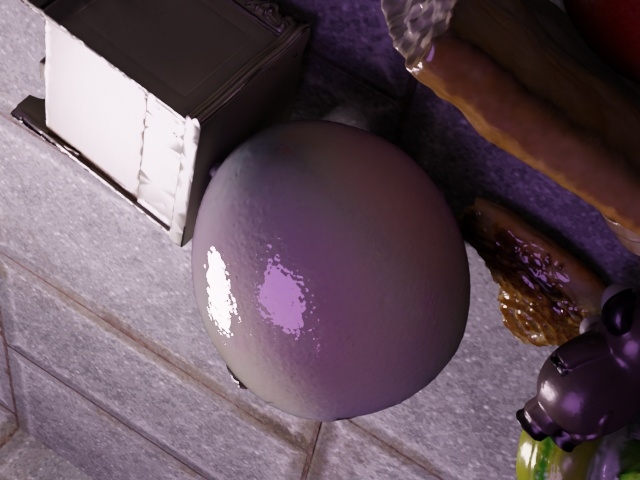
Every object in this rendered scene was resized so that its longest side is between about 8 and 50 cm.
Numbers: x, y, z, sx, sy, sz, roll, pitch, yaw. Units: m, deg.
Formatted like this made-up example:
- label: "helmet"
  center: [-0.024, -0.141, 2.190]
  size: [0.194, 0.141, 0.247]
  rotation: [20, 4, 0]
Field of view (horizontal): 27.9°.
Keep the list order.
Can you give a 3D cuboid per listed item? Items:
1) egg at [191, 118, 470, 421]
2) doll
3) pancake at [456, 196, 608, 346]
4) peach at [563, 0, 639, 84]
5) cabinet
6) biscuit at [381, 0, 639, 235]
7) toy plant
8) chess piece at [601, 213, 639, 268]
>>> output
- label: "egg"
  center: [0.000, 0.000, 1.606]
  size: [0.355, 0.354, 0.339]
  rotation: [19, 146, 29]
- label: "doll"
  center: [0.363, 0.155, 1.591]
  size: [0.182, 0.257, 0.117]
  rotation: [22, -157, -36]
- label: "pancake"
  center: [0.282, 0.063, 1.715]
  size: [0.266, 0.057, 0.244]
  rotation: [38, 157, 10]
- label: "peach"
  center: [0.314, -0.265, 1.070]
  size: [0.281, 0.238, 0.281]
  rotation: [35, 134, 46]
- label: "cabinet"
  center: [-0.219, -0.220, 1.686]
  size: [0.318, 0.227, 0.290]
  rotation: [36, 149, 12]
- label: "biscuit"
  center: [0.215, -0.147, 1.204]
  size: [0.446, 0.429, 0.104]
  rotation: [31, 112, -26]
- label: "toy plant"
  center: [0.434, 0.311, 1.717]
  size: [0.316, 0.224, 0.184]
  rotation: [12, 100, 34]
- label: "chess piece"
  center: [0.426, 0.035, 1.436]
  size: [0.137, 0.137, 0.301]
  rotation: [4, 142, 43]
